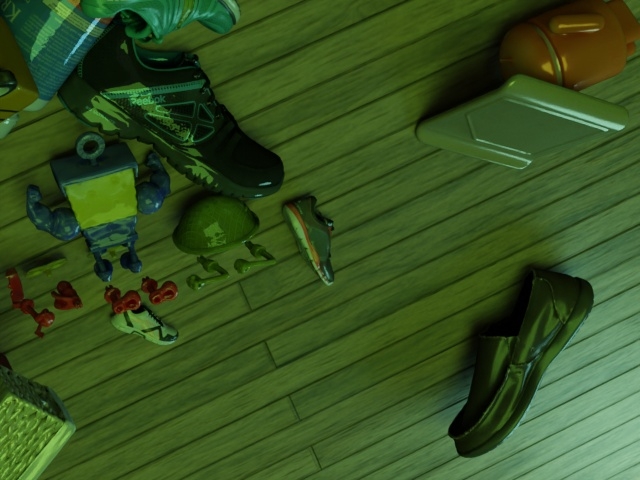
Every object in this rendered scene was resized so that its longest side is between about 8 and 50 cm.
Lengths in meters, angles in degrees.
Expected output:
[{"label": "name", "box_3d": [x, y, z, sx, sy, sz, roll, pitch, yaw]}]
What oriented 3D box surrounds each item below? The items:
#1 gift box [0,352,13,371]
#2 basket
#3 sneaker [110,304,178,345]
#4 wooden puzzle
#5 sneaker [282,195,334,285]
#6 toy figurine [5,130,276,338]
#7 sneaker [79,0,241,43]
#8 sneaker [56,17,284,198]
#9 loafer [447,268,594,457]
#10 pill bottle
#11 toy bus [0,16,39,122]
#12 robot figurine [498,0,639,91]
[{"label": "gift box", "box_3d": [-0.576, 0.235, 1.513, 0.276, 0.255, 0.258, 40, 90, -31]}, {"label": "basket", "box_3d": [-0.402, 0.248, 1.397, 0.103, 0.113, 0.167, 40, 87, -35]}, {"label": "sneaker", "box_3d": [-0.256, 0.123, 1.694, 0.109, 0.040, 0.043, 22, 106, -31]}, {"label": "wooden puzzle", "box_3d": [0.292, -0.176, 1.667, 0.221, 0.239, 0.044, 12, 71, -28]}, {"label": "sneaker", "box_3d": [0.000, 0.000, 1.716, 0.065, 0.061, 0.158, -32, 126, -10]}, {"label": "toy figurine", "box_3d": [-0.256, -0.046, 1.515, 0.363, 0.191, 0.217, -17, 118, -14]}, {"label": "sneaker", "box_3d": [-0.199, -0.292, 1.385, 0.275, 0.107, 0.110, 6, 106, -61]}, {"label": "sneaker", "box_3d": [-0.171, -0.166, 1.510, 0.341, 0.125, 0.139, 26, 105, -33]}, {"label": "loafer", "box_3d": [0.313, 0.198, 1.932, 0.130, 0.134, 0.366, 31, 94, -9]}, {"label": "pill bottle", "box_3d": [-0.360, -0.237, 1.391, 0.124, 0.124, 0.221, 33, 101, -33]}, {"label": "toy bus", "box_3d": [-0.421, -0.185, 1.172, 0.130, 0.333, 0.108, -26, 86, 17]}, {"label": "robot figurine", "box_3d": [0.355, -0.277, 1.655, 0.219, 0.158, 0.128, -23, 107, -8]}]
